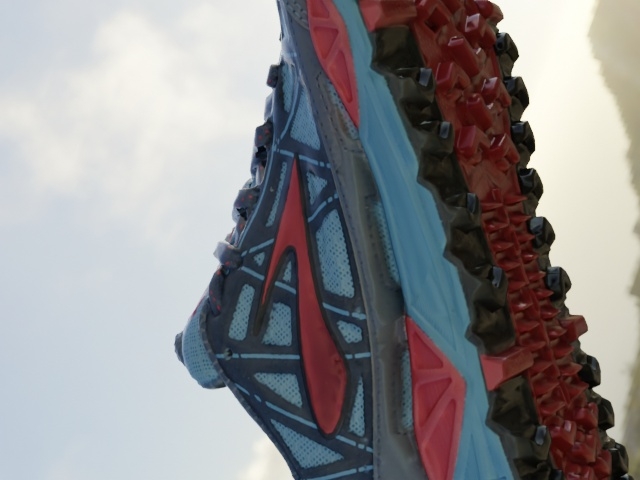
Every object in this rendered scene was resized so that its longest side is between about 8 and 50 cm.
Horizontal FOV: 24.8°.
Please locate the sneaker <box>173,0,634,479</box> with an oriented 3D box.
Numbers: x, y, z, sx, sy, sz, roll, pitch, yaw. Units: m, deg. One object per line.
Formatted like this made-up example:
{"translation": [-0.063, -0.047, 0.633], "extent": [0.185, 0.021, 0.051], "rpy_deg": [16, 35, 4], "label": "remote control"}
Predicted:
{"translation": [0.000, 0.000, 0.438], "extent": [0.104, 0.125, 0.261], "rpy_deg": [5, -111, -64], "label": "sneaker"}
